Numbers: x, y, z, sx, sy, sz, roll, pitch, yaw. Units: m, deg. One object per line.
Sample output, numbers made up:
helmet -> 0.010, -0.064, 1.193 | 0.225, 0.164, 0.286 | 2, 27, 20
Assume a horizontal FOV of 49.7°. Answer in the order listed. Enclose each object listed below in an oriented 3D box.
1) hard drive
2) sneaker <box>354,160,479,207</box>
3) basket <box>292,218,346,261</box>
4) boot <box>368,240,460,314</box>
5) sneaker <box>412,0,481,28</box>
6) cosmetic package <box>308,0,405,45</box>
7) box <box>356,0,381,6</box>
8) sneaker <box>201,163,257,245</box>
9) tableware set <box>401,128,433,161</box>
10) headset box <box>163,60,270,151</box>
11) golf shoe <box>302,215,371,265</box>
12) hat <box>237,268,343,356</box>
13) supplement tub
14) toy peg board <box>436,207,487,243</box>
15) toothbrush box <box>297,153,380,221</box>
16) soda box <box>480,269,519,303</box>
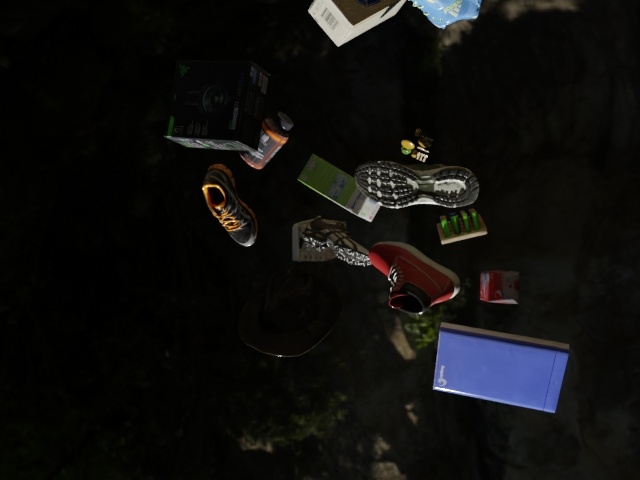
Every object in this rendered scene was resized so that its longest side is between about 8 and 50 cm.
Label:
hard drive -> 0.463, 0.332, 1.800 | 0.319, 0.210, 0.040 | 9, -148, 14
sneaker -> 0.320, -0.198, 2.319 | 0.410, 0.158, 0.182 | 8, -161, 9
basket -> 0.000, 0.000, 2.027 | 0.103, 0.113, 0.167 | 5, -170, 27
boot -> 0.175, 0.084, 1.594 | 0.244, 0.088, 0.176 | 28, -146, 36
sneaker -> 0.200, -0.469, 1.315 | 0.240, 0.126, 0.091 | 7, -153, 7
cosmetic package -> 0.128, -0.773, 2.246 | 0.309, 0.160, 0.113 | -40, 179, -33
box -> 0.129, -0.723, 1.857 | 0.054, 0.169, 0.059 | -28, -131, -25
sneaker -> -0.225, -0.073, 1.654 | 0.084, 0.215, 0.083 | -19, -158, 24
tableware set -> 0.333, -0.334, 2.393 | 0.104, 0.154, 0.024 | 23, -113, 6
headset box -> -0.321, -0.409, 2.092 | 0.283, 0.246, 0.131 | 8, 176, 24
golf shoe -> 0.055, -0.005, 1.767 | 0.198, 0.077, 0.094 | 23, -117, 9
hat -> -0.094, 0.174, 2.015 | 0.331, 0.134, 0.331 | -5, -138, 4
supplement tub -> -0.179, -0.344, 2.350 | 0.198, 0.106, 0.106 | -45, -175, 21
toy peg board -> 0.493, -0.070, 2.445 | 0.161, 0.079, 0.160 | -13, -158, 9
toothbrush box -> 0.084, -0.200, 2.658 | 0.283, 0.122, 0.206 | 31, -175, 18
soda box -> 0.513, 0.132, 1.992 | 0.083, 0.092, 0.263 | 2, 177, 8
